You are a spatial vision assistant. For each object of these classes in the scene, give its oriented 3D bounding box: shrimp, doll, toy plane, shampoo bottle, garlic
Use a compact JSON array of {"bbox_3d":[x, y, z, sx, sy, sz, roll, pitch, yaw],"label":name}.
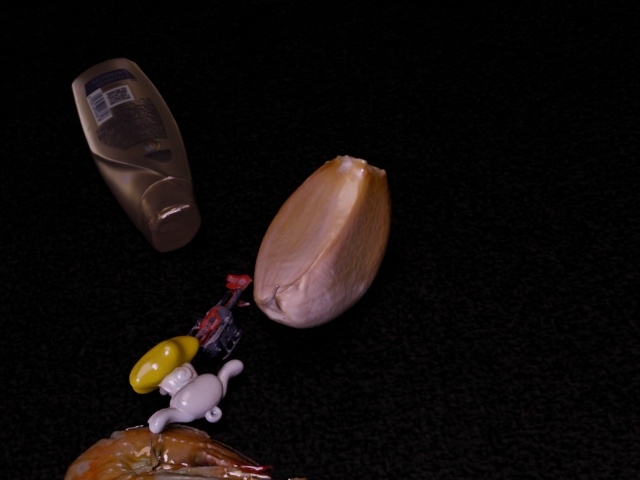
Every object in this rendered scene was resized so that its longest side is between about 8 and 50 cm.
[{"bbox_3d":[-0.139,0.257,1.336,0.294,0.062,0.154,4,39,16],"label":"shrimp"},{"bbox_3d":[-0.148,0.159,1.421,0.135,0.071,0.113,-10,55,-26],"label":"doll"},{"bbox_3d":[-0.123,0.096,1.508,0.060,0.037,0.145,9,51,32],"label":"toy plane"},{"bbox_3d":[-0.248,-0.122,1.712,0.126,0.084,0.350,-24,47,-9],"label":"shampoo bottle"},{"bbox_3d":[-0.004,0.011,1.482,0.145,0.164,0.245,25,58,9],"label":"garlic"}]
